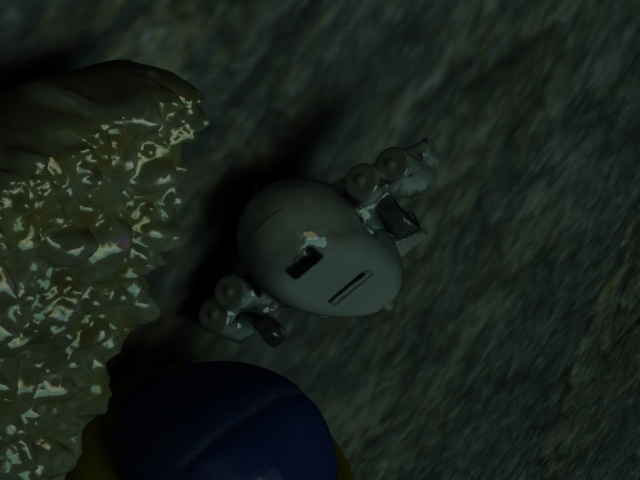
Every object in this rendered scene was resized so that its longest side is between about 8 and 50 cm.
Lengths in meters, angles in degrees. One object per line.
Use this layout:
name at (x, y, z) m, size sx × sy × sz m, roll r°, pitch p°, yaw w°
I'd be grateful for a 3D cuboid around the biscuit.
biscuit at (-0.163, 0.045, 0.873) m, size 0.179 × 0.084 × 0.281 m, roll -4°, pitch 123°, yaw -55°

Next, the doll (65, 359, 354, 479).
doll at (-0.053, 0.170, 1.141) m, size 0.311 × 0.159 × 0.242 m, roll -22°, pitch 139°, yaw -56°

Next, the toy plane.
toy plane at (0.002, 0.002, 1.125) m, size 0.174 × 0.080 × 0.174 m, roll -30°, pitch 158°, yaw -13°
